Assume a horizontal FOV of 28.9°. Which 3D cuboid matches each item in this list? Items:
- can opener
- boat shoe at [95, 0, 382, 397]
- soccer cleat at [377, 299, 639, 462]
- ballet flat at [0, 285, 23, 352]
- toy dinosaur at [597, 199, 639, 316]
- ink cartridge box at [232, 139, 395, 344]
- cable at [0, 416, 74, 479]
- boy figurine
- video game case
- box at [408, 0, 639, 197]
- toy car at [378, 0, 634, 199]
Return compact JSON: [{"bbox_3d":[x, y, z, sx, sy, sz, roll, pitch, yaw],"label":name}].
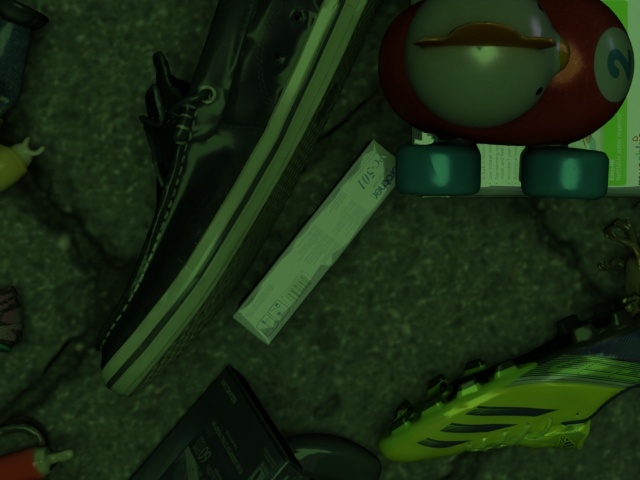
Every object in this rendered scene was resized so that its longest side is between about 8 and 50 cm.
[{"bbox_3d":[0.091,0.259,1.196,0.283,0.076,0.095,14,94,-3],"label":"can opener"},{"bbox_3d":[-0.090,-0.098,1.124,0.156,0.187,0.500,25,88,3],"label":"boat shoe"},{"bbox_3d":[0.196,0.161,1.184,0.289,0.093,0.121,-24,96,0],"label":"soccer cleat"},{"bbox_3d":[-0.394,0.064,1.183,0.221,0.077,0.079,2,75,-6],"label":"ballet flat"},{"bbox_3d":[0.322,0.009,1.196,0.183,0.053,0.093,-35,83,-30],"label":"toy dinosaur"},{"bbox_3d":[0.000,0.000,1.168,0.046,0.097,0.207,39,92,-2],"label":"ink cartridge box"},{"bbox_3d":[-0.361,0.253,1.188,0.287,0.072,0.140,-10,88,0],"label":"cable"},{"bbox_3d":[-0.346,-0.098,1.159,0.177,0.092,0.285,22,93,-3],"label":"boy figurine"},{"bbox_3d":[-0.141,0.261,1.136,0.026,0.196,0.274,41,92,-27],"label":"video game case"},{"bbox_3d":[0.196,-0.169,1.133,0.231,0.127,0.262,-1,93,8],"label":"box"},{"bbox_3d":[0.145,-0.141,0.959,0.210,0.238,0.219,2,94,6],"label":"toy car"}]
